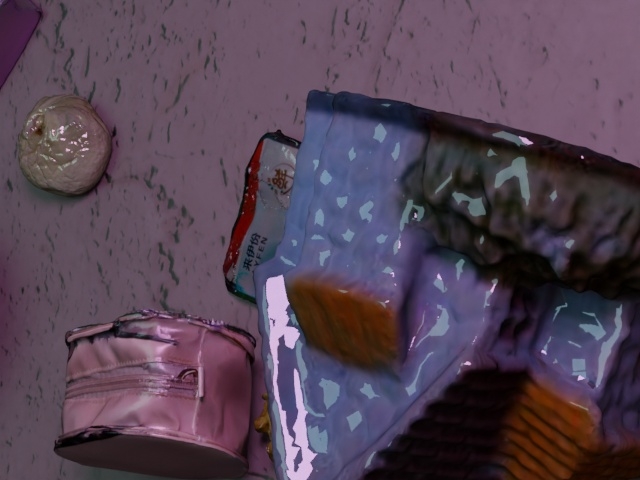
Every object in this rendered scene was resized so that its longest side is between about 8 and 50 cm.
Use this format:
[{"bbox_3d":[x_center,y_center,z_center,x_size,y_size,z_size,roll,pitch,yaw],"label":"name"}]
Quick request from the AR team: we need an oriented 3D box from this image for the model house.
[{"bbox_3d":[0.123,0.099,1.141,0.297,0.360,0.339,20,93,38],"label":"model house"}]

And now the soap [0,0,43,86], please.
[{"bbox_3d":[-0.417,-0.272,1.845,0.203,0.065,0.122,44,107,37],"label":"soap"}]

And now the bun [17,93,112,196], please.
[{"bbox_3d":[-0.278,-0.102,1.692,0.115,0.069,0.115,-9,75,37],"label":"bun"}]

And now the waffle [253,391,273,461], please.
[{"bbox_3d":[0.019,0.144,1.407,0.192,0.046,0.160,17,96,44],"label":"waffle"}]

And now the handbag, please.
[{"bbox_3d":[-0.151,0.146,1.464,0.205,0.179,0.116,-17,60,47],"label":"handbag"}]

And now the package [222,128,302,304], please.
[{"bbox_3d":[0.000,0.000,1.464,0.232,0.040,0.166,23,99,39],"label":"package"}]
